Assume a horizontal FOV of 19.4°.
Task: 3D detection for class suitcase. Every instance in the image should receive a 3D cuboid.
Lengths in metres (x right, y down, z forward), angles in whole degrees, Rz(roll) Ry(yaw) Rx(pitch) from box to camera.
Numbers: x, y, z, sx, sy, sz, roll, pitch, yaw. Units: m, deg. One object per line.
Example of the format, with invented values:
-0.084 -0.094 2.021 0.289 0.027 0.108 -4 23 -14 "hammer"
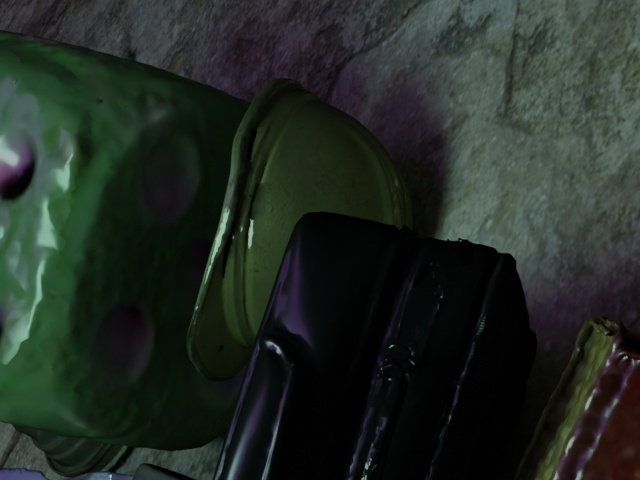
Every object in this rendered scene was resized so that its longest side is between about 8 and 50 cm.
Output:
0.016 0.172 1.196 0.339 0.188 0.345 72 -145 -74 "suitcase"

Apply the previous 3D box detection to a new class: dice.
-0.224 -0.003 1.647 0.322 0.330 0.318 13 88 38 "dice"

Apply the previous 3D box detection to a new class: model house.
0.190 0.160 1.042 0.196 0.160 0.254 -66 24 3 "model house"

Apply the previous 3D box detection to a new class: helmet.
0.002 0.005 1.530 0.137 0.204 0.257 13 89 19 "helmet"

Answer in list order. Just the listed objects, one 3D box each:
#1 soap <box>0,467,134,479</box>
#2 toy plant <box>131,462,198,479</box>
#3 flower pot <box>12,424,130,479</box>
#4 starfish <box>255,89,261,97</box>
-0.235 0.281 1.693 0.324 0.193 0.109 -21 54 54 "soap"
-0.156 0.379 1.458 0.279 0.185 0.400 18 82 29 "toy plant"
-0.263 0.123 1.928 0.235 0.141 0.235 -40 36 39 "flower pot"
-0.070 -0.025 1.791 0.227 0.043 0.240 -29 49 54 "starfish"
